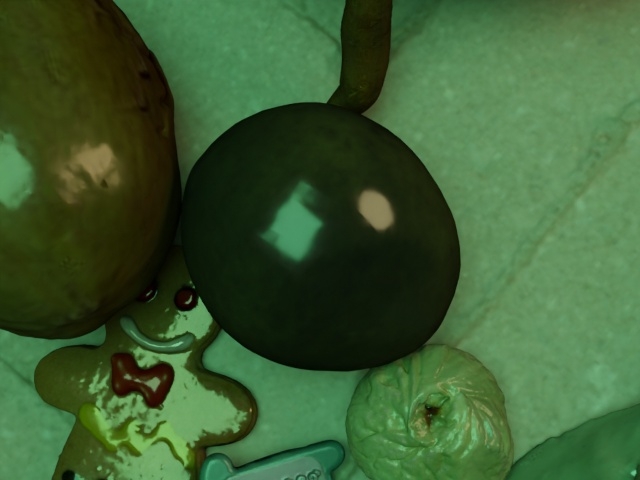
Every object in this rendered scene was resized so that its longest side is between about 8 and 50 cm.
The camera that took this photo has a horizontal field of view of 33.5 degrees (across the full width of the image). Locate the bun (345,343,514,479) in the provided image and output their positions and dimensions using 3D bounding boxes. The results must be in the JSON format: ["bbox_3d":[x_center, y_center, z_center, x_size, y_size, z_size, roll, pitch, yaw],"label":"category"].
[{"bbox_3d":[0.072,0.125,0.697,0.115,0.069,0.115,-1,83,10],"label":"bun"}]

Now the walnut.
[{"bbox_3d":[-0.195,-0.080,0.706,0.203,0.203,0.297,-21,73,6],"label":"walnut"}]

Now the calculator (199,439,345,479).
[{"bbox_3d":[-0.045,0.185,0.716,0.141,0.019,0.094,-15,89,-7],"label":"calculator"}]

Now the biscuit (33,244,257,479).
[{"bbox_3d":[-0.130,0.123,0.748,0.166,0.036,0.250,13,84,10],"label":"biscuit"}]

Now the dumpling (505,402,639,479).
[{"bbox_3d":[0.211,0.246,0.604,0.321,0.270,0.211,-37,101,-21],"label":"dumpling"}]

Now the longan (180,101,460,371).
[{"bbox_3d":[0.000,0.000,0.685,0.187,0.167,0.167,29,87,-13],"label":"longan"}]

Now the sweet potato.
[{"bbox_3d":[0.025,-0.117,0.718,0.044,0.044,0.179,27,131,12],"label":"sweet potato"}]
